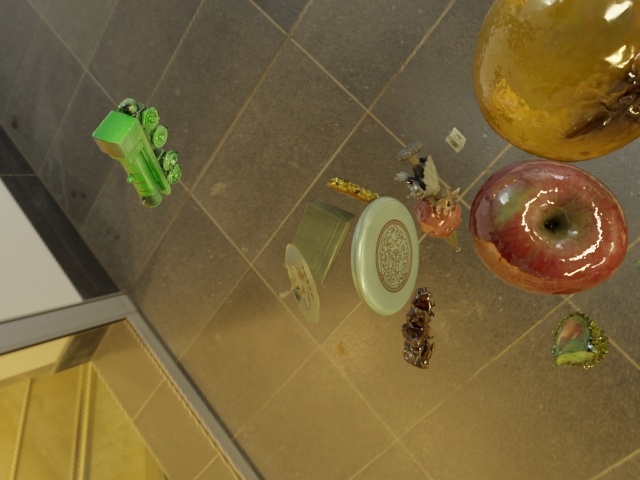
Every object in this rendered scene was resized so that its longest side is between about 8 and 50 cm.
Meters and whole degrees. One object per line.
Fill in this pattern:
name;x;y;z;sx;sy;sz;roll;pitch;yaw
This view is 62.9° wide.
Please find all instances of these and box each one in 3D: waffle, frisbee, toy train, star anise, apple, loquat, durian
waffle;0.131;-0.166;1.841;0.229;0.231;0.051;21;94;-10
frisbee;0.063;0.014;0.481;0.014;0.110;0.110;1;97;38
toy train;-0.345;-0.161;1.015;0.085;0.251;0.119;19;62;12
star anise;0.213;0.201;1.126;0.073;0.234;0.177;4;59;21
apple;0.523;-0.027;1.234;0.345;0.269;0.344;-1;82;10
loquat;0.400;-0.305;0.826;0.328;0.329;0.359;-42;38;28
durian;0.654;0.256;1.308;0.096;0.220;0.137;18;68;-1

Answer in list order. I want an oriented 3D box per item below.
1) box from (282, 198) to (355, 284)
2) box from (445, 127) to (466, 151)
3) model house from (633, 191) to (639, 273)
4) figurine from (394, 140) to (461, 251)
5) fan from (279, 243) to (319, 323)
box;0.000;0.000;1.737;0.156;0.149;0.231;23;105;8
box;0.403;-0.300;1.560;0.054;0.083;0.024;43;126;-4
model house;0.813;0.043;1.040;0.340;0.300;0.323;31;124;-8
figurine;0.360;-0.120;1.634;0.166;0.207;0.386;-28;102;14
fan;-0.059;0.113;1.243;0.190;0.009;0.329;70;160;8
